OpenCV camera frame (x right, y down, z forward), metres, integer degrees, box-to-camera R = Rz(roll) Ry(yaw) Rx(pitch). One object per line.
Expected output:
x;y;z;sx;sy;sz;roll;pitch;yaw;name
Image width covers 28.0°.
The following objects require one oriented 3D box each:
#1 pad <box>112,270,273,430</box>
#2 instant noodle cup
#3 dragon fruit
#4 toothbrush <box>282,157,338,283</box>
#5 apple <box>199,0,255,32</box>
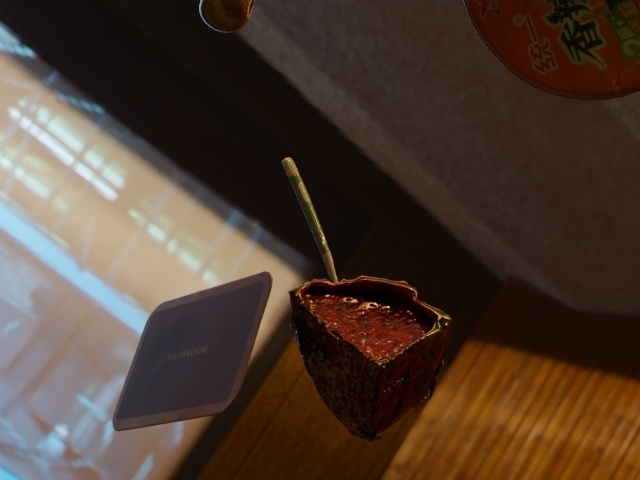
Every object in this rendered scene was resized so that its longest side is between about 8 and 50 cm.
-0.152;0.130;1.482;0.002;0.176;0.266;33;-31;-29;pad
0.249;-0.239;1.124;0.230;0.230;0.182;31;14;11;instant noodle cup
0.045;0.114;1.383;0.161;0.120;0.127;38;-49;27;dragon fruit
0.000;0.000;1.826;0.024;0.018;0.257;-29;-99;43;toothbrush
-0.129;-0.330;1.779;0.071;0.084;0.084;18;-15;-1;apple
